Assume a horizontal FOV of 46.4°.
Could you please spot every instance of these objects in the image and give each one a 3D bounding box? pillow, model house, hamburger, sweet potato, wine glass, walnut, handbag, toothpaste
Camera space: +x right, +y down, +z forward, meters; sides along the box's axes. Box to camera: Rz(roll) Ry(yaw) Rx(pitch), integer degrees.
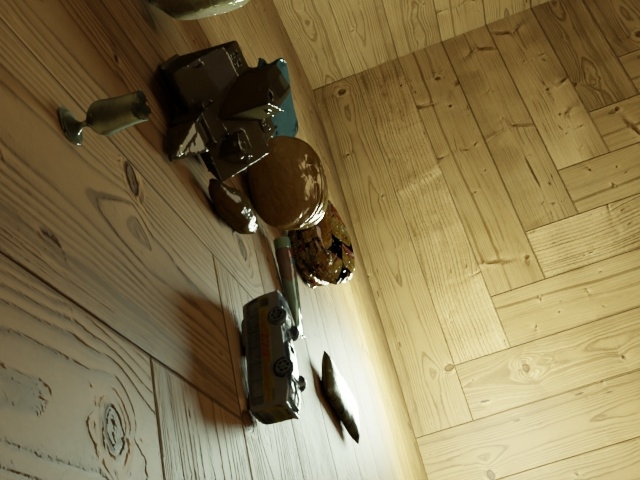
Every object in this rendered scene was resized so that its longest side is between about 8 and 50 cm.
[{"bbox_3d":[0.042,0.335,1.587,0.113,0.038,0.203,-96,164,-50],"label":"pillow"},{"bbox_3d":[-0.153,-0.175,1.089,0.248,0.176,0.181,-68,140,-54],"label":"model house"},{"bbox_3d":[0.000,0.000,1.773,0.231,0.106,0.231,35,51,-57],"label":"hamburger"},{"bbox_3d":[-0.132,-0.042,1.214,0.182,0.054,0.053,61,21,-65],"label":"sweet potato"},{"bbox_3d":[-0.208,-0.123,0.726,0.039,0.083,0.042,-67,141,-72],"label":"wine glass"},{"bbox_3d":[-0.066,-0.116,1.490,0.165,0.165,0.197,55,25,-66],"label":"walnut"},{"bbox_3d":[-0.108,-0.274,1.657,0.229,0.062,0.179,79,19,-51],"label":"handbag"},{"bbox_3d":[-0.059,0.092,1.485,0.056,0.036,0.205,56,20,-69],"label":"toothpaste"}]

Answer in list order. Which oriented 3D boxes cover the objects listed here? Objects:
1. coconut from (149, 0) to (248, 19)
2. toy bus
[{"bbox_3d":[-0.203,-0.480,1.201,0.224,0.224,0.234,-85,167,-73],"label":"coconut"},{"bbox_3d":[-0.068,0.164,1.056,0.064,0.075,0.190,61,13,-47],"label":"toy bus"}]
